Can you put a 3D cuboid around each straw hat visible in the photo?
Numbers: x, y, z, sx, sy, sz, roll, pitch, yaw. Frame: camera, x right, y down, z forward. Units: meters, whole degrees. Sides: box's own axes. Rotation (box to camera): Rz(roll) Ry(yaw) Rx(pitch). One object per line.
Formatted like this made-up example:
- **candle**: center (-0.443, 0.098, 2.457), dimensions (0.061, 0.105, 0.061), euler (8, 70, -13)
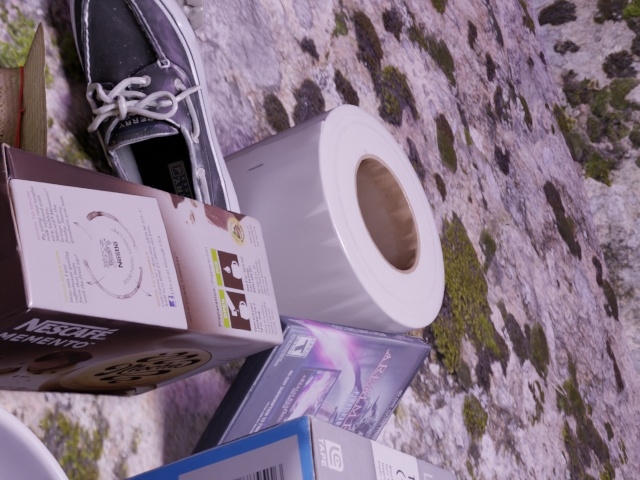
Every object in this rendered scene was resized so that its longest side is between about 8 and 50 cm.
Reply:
- **straw hat**: center (-0.259, -0.108, 1.040), dimensions (0.061, 0.144, 0.144), euler (0, 65, -18)

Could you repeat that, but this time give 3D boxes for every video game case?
- **video game case**: center (-0.011, 0.167, 1.191), dimensions (0.026, 0.196, 0.274), euler (36, 11, 31)

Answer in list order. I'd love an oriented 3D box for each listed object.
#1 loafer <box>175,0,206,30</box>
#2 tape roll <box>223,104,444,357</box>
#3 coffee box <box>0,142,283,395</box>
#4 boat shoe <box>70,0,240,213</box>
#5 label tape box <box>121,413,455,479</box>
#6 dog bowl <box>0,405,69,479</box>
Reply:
- **loafer**: center (-0.169, -0.330, 1.208), dimensions (0.319, 0.112, 0.111), euler (97, -30, -52)
- **tape roll**: center (0.000, 0.000, 1.325), dimensions (0.246, 0.169, 0.246), euler (41, 38, -43)
- **coffee box**: center (-0.184, 0.037, 0.963), dimensions (0.297, 0.168, 0.119), euler (16, 57, -58)
- **boat shoe**: center (-0.164, -0.114, 1.170), dimensions (0.105, 0.113, 0.306), euler (-43, 119, -76)
- **label tape box**: center (-0.012, 0.258, 1.040), dimensions (0.333, 0.240, 0.106), euler (31, 43, -51)
- **dog bowl**: center (-0.255, 0.224, 0.767), dimensions (0.265, 0.104, 0.265), euler (41, 39, -43)
